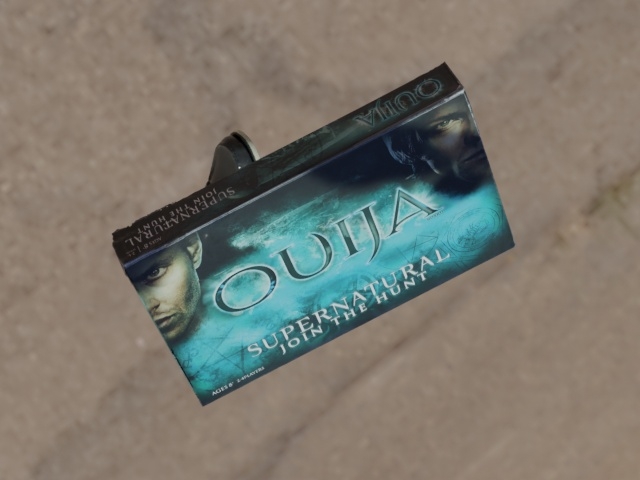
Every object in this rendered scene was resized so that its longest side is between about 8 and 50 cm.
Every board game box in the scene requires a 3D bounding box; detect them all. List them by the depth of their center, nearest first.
[{"bbox_3d":[0.000,0.000,1.000,0.186,0.026,0.126,-28,139,-3],"label":"board game box"}]

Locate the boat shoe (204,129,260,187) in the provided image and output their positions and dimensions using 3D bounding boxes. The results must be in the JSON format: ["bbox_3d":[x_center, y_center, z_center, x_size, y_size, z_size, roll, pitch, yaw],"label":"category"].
[{"bbox_3d":[-0.063,-0.016,1.377,0.042,0.049,0.133,-21,137,-28],"label":"boat shoe"}]
